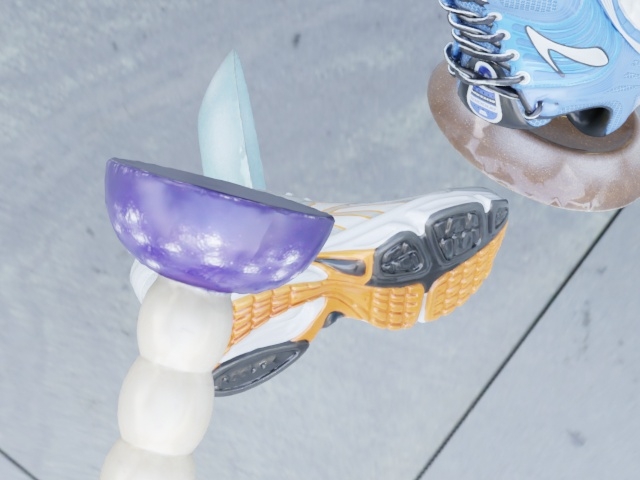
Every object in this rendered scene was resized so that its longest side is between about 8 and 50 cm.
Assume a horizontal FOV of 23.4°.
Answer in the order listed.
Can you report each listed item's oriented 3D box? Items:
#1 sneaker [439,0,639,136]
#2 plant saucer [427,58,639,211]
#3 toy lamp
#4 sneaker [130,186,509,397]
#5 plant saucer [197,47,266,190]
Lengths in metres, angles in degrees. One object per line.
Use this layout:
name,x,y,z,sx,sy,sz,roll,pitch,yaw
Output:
sneaker,0.142,-0.150,1.076,0.147,0.330,0.130,-58,45,11
plant saucer,0.184,-0.104,1.248,0.199,0.036,0.198,14,42,-12
toy lamp,-0.062,0.116,0.473,0.080,0.080,0.274,17,94,7
sneaker,0.000,0.000,0.990,0.262,0.099,0.121,-17,45,-30
plant saucer,-0.062,-0.043,1.137,0.038,0.195,0.194,-10,75,1
